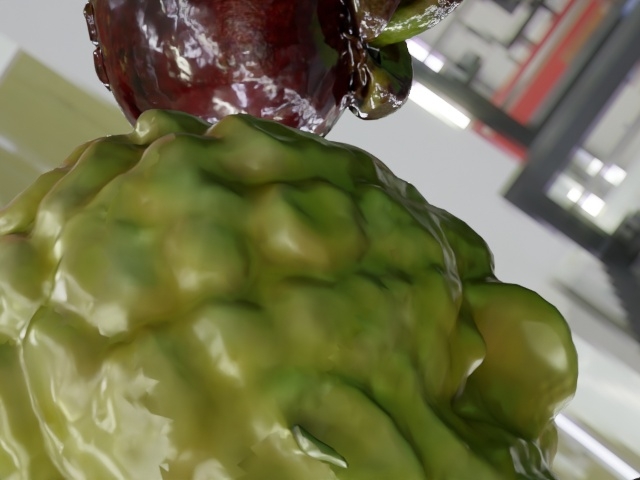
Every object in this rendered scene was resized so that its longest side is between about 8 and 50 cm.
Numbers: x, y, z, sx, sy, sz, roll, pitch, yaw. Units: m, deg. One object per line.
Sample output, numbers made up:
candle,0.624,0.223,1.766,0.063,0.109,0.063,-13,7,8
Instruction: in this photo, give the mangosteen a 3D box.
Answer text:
mangosteen,-0.026,-0.156,1.315,0.215,0.257,0.215,-10,-90,-88

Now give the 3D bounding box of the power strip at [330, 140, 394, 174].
power strip,0.000,0.000,1.612,0.154,0.154,0.078,39,167,18

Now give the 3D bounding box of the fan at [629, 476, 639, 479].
fan,0.234,0.215,1.335,0.008,0.226,0.152,34,-130,-28

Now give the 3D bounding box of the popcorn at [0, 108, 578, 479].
popcorn,-0.040,0.073,0.622,0.251,0.206,0.237,7,157,-6
